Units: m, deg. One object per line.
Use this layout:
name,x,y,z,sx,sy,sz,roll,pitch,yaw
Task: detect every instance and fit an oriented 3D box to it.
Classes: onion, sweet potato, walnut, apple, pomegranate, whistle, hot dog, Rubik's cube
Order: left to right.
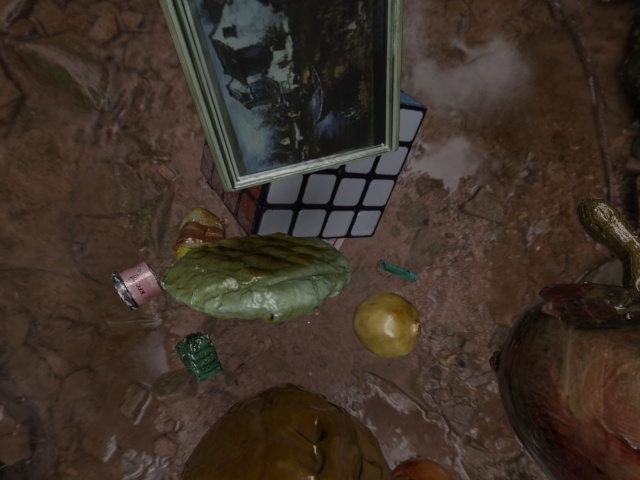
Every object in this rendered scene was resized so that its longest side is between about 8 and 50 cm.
hot dog,-0.291,0.016,1.207,0.123,0.261,0.093,23,115,-17
walnut,-0.043,0.414,0.756,0.354,0.397,0.307,18,110,-10
Rubik's cube,-0.038,-0.226,1.104,0.337,0.343,0.344,-4,37,-34
pomegranate,0.224,0.282,1.671,0.233,0.233,0.232,0,81,-1
whistle,0.303,0.118,1.930,0.186,0.039,0.039,21,79,-29
apple,0.271,0.714,1.357,0.173,0.235,0.210,40,97,-13
sweet potato,0.579,0.010,0.962,0.081,0.062,0.232,-19,58,5
onion,0.383,0.201,0.594,0.354,0.353,0.353,0,81,-1

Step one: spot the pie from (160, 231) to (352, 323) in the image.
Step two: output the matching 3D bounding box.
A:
pie,-0.094,0.043,0.751,0.307,0.306,0.071,0,102,-1

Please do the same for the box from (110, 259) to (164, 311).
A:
box,-0.618,0.148,1.695,0.135,0.151,0.151,-29,82,-17

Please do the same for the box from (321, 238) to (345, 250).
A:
box,0.000,0.000,1.376,0.123,0.050,0.229,30,81,2

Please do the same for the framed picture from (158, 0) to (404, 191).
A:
framed picture,-0.021,-0.175,0.512,0.233,0.296,0.019,-15,50,-5

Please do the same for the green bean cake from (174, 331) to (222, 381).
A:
green bean cake,-0.474,0.409,1.858,0.107,0.208,0.193,-32,126,-28
